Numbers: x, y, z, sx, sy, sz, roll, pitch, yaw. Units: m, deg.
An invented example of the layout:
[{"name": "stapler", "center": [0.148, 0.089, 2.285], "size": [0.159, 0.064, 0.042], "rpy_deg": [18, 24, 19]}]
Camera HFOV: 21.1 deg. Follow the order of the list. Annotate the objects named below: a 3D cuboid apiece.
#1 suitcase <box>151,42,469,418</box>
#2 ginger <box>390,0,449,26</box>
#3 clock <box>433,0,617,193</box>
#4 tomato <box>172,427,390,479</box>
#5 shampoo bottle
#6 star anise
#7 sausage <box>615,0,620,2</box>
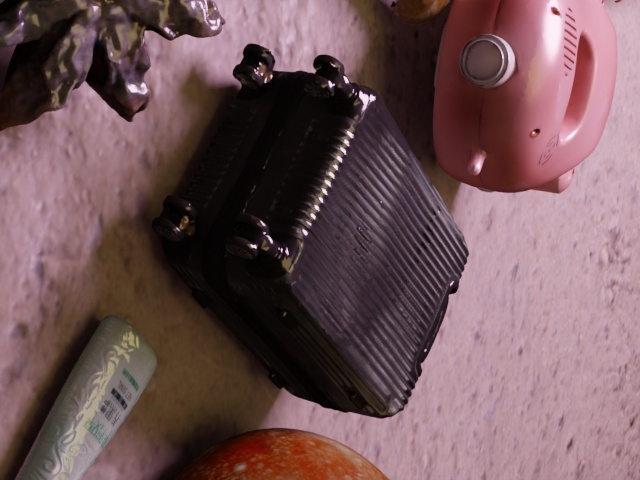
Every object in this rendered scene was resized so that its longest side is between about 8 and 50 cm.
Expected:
[{"name": "suitcase", "center": [0.000, 0.000, 1.389], "size": [0.312, 0.128, 0.202], "rpy_deg": [51, 58, -51]}, {"name": "ginger", "center": [0.048, -0.276, 1.396], "size": [0.148, 0.081, 0.334], "rpy_deg": [-46, 143, -3]}, {"name": "clock", "center": [0.187, -0.154, 1.576], "size": [0.241, 0.142, 0.227], "rpy_deg": [1, 99, -72]}, {"name": "tomato", "center": [-0.018, 0.292, 1.375], "size": [0.270, 0.222, 0.270], "rpy_deg": [-26, 123, -48]}, {"name": "shampoo bottle", "center": [-0.183, 0.147, 1.236], "size": [0.191, 0.041, 0.069], "rpy_deg": [-59, 149, -26]}, {"name": "star anise", "center": [-0.147, -0.186, 1.119], "size": [0.230, 0.081, 0.262], "rpy_deg": [16, 97, -33]}, {"name": "sausage", "center": [0.325, -0.294, 1.854], "size": [0.304, 0.078, 0.078], "rpy_deg": [-23, 119, -51]}]
